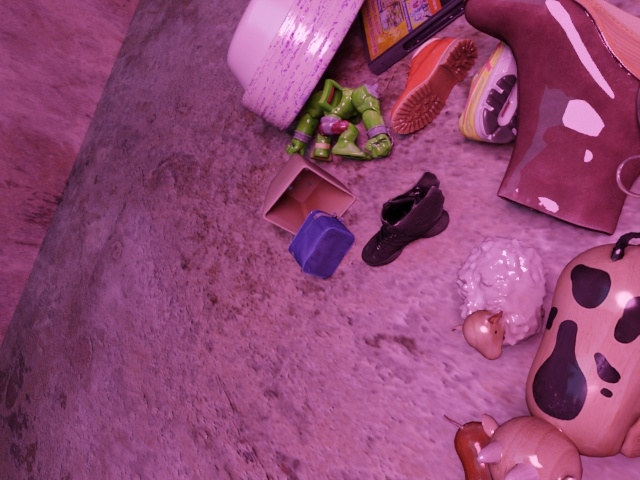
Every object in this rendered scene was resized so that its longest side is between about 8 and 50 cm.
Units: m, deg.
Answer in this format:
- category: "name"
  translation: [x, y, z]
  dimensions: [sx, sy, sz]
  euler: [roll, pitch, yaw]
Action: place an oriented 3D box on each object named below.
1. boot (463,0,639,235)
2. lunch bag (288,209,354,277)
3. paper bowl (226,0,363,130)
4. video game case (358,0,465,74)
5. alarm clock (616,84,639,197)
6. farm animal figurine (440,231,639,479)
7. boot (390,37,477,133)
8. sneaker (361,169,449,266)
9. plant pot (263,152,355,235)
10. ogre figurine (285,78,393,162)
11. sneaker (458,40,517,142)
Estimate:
- category: "boot"
  translation: [0.230, -0.142, 0.519]
  dimensions: [0.249, 0.090, 0.206]
  euler: [27, 98, 16]
- category: "lunch bag"
  translation: [0.000, 0.000, 0.773]
  dimensions: [0.098, 0.067, 0.065]
  euler: [-56, 43, 13]
- category: "paper bowl"
  translation: [-0.051, -0.342, 0.837]
  dimensions: [0.284, 0.148, 0.284]
  euler: [-56, 12, 19]
- category: "video game case"
  translation: [0.165, -0.447, 0.825]
  dimensions: [0.248, 0.035, 0.274]
  euler: [-27, 55, 36]
- category: "alarm clock"
  translation: [0.336, -0.110, 0.426]
  dimensions: [0.129, 0.064, 0.192]
  euler: [45, 102, 9]
- category: "farm animal figurine"
  translation: [0.217, 0.146, 0.372]
  dimensions: [0.330, 0.172, 0.326]
  euler: [-3, 74, 52]
- category: "boot"
  translation: [0.149, -0.229, 0.733]
  dimensions: [0.158, 0.059, 0.084]
  euler: [-50, 40, 6]
- category: "sneaker"
  translation: [0.101, -0.023, 0.662]
  dimensions: [0.170, 0.089, 0.051]
  euler: [-31, 52, 33]
- category: "plant pot"
  translation: [-0.027, -0.079, 0.816]
  dimensions: [0.109, 0.109, 0.096]
  euler: [-48, 34, 20]
- category: "ogre figurine"
  translation: [0.031, -0.190, 0.807]
  dimensions: [0.197, 0.097, 0.118]
  euler: [9, 91, 59]
- category: "sneaker"
  translation: [0.232, -0.212, 0.621]
  dimensions: [0.208, 0.081, 0.094]
  euler: [-57, 15, -7]
